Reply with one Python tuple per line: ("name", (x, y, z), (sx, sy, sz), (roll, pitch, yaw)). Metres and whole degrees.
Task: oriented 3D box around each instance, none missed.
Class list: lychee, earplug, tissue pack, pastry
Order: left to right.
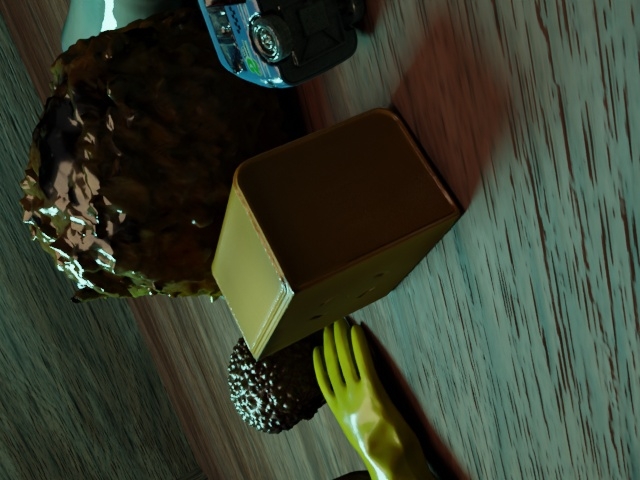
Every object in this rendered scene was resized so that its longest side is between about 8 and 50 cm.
("earplug", (-0.256, -0.373, 1.139), (0.185, 0.185, 0.324), (55, 153, 21))
("pastry", (-0.212, -0.085, 1.114), (0.292, 0.337, 0.405), (33, 145, 48))
("lychee", (-0.069, 0.219, 1.398), (0.188, 0.188, 0.188), (50, 157, 31))
("tissue pack", (0.000, 0.000, 0.932), (0.145, 0.195, 0.274), (63, 160, 13))

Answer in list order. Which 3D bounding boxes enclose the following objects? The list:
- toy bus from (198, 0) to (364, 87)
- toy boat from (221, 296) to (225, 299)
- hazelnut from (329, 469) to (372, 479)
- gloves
("toy bus", (-0.060, -0.272, 0.805), (0.134, 0.113, 0.246), (11, 128, 48))
("toy boat", (-0.267, -0.021, 1.659), (0.330, 0.123, 0.215), (43, 168, -17))
("hazelnut", (0.055, 0.443, 1.299), (0.218, 0.234, 0.217), (15, 113, 41))
("gloves", (0.073, 0.240, 1.223), (0.133, 0.116, 0.294), (-45, 61, 41))
